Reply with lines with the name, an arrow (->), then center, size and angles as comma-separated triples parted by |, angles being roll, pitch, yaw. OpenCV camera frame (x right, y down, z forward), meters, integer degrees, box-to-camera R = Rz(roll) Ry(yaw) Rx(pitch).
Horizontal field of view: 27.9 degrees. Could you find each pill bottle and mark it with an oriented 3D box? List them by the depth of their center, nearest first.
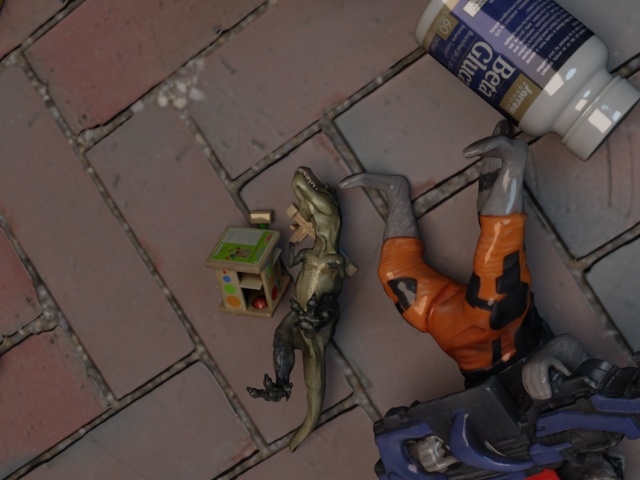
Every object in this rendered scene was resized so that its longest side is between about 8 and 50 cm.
pill bottle -> 0.165, -0.141, 1.011 | 0.169, 0.094, 0.094 | 41, 109, 10

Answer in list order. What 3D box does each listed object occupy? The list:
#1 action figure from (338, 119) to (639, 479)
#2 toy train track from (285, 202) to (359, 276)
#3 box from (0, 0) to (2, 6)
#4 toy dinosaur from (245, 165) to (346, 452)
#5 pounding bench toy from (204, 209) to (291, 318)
action figure -> 0.176, 0.074, 1.004 | 0.341, 0.178, 0.330 | -15, 99, 46
toy train track -> 0.000, 0.000, 1.136 | 0.083, 0.014, 0.048 | 45, 110, 7
box -> -0.408, -0.369, 1.191 | 0.322, 0.079, 0.257 | 28, 105, 13
toy dinosaur -> -0.013, 0.077, 1.089 | 0.064, 0.118, 0.268 | 10, 106, 11
pounding bench toy -> -0.056, 0.021, 1.142 | 0.052, 0.083, 0.065 | 6, 132, 21
